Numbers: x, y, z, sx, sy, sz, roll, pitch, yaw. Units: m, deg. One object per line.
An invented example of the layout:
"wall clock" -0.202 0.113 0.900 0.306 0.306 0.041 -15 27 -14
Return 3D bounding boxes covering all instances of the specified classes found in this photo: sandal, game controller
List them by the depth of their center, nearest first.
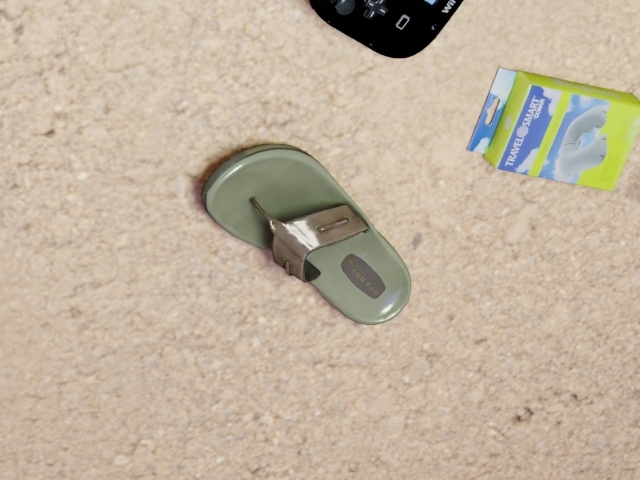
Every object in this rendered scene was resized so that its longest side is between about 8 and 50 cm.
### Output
"game controller" 0.124 -0.331 1.668 0.166 0.067 0.319 28 107 -30
"sandal" 0.002 0.000 1.804 0.120 0.086 0.303 -47 123 10

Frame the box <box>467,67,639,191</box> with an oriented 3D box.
"box" 0.263 -0.122 1.853 0.178 0.042 0.109 9 115 -24
